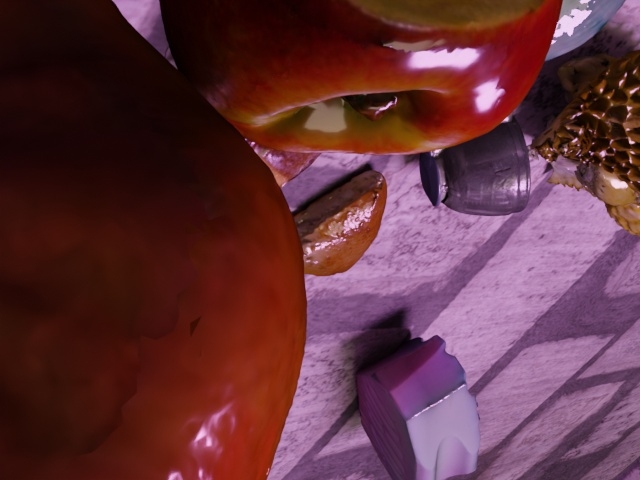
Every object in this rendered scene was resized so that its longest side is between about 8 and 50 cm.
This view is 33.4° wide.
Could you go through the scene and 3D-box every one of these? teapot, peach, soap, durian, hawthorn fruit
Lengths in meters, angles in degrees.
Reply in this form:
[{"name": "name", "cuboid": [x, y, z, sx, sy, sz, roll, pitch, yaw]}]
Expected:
[{"name": "teapot", "cuboid": [0.157, -0.084, 1.100, 0.108, 0.111, 0.149, -11, 154, -8]}, {"name": "peach", "cuboid": [0.016, -0.192, 0.652, 0.245, 0.275, 0.248, -7, 159, 43]}, {"name": "soap", "cuboid": [0.135, 0.246, 1.500, 0.109, 0.193, 0.324, -26, 151, -12]}, {"name": "durian", "cuboid": [0.308, -0.121, 1.168, 0.166, 0.172, 0.306, 2, -177, 22]}, {"name": "hawthorn fruit", "cuboid": [-0.240, 0.074, 0.615, 0.471, 0.472, 0.472, -24, 151, -15]}]

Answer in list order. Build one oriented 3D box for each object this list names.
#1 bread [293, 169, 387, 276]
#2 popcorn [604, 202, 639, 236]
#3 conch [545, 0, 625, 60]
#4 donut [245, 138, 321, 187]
[{"name": "bread", "cuboid": [0.015, 0.002, 1.150, 0.154, 0.054, 0.136, -29, 155, -1]}, {"name": "popcorn", "cuboid": [0.432, -0.086, 1.343, 0.173, 0.142, 0.173, -46, 150, -36]}, {"name": "conch", "cuboid": [0.139, -0.214, 0.807, 0.196, 0.202, 0.134, -32, 134, -15]}, {"name": "donut", "cuboid": [-0.080, -0.093, 0.868, 0.217, 0.085, 0.141, -35, 152, 7]}]
